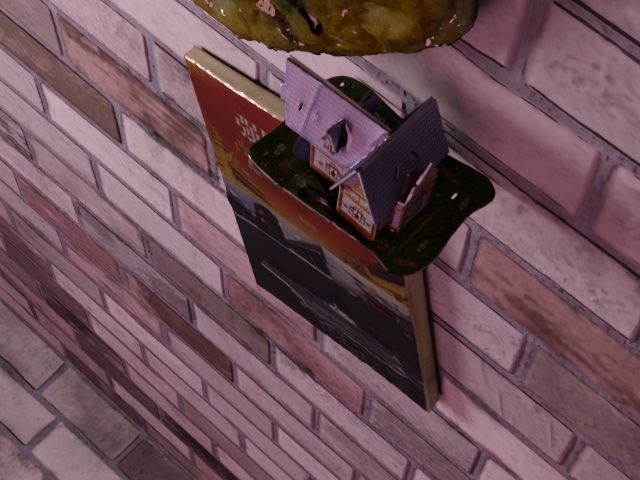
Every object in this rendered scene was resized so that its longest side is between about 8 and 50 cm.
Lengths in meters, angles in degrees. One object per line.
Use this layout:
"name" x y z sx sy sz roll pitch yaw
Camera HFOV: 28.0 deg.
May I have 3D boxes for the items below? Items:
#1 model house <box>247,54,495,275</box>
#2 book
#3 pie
"model house" 0.038 -0.071 0.919 0.167 0.117 0.088 41 157 18
"book" 0.000 0.000 1.243 0.262 0.028 0.374 36 157 30
"pie" -0.033 -0.236 0.817 0.323 0.070 0.323 39 157 20
